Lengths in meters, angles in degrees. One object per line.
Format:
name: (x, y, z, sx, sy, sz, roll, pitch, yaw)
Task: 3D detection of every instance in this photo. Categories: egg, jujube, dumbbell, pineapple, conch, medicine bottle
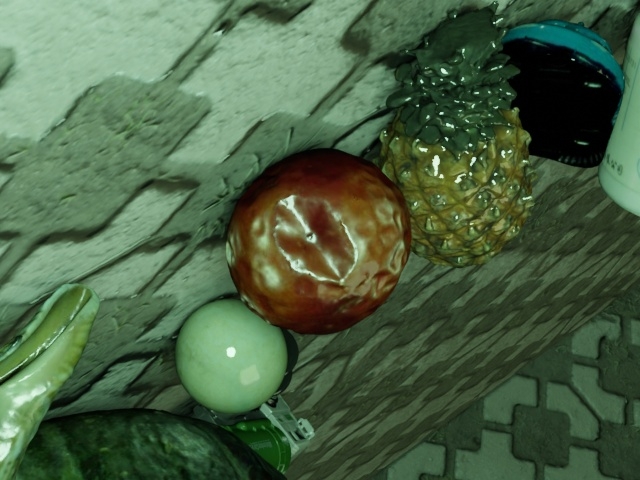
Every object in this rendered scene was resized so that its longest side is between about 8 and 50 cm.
egg: (-0.090, 0.118, 1.304, 0.114, 0.114, 0.152, -36, 162, -11)
jujube: (0.000, 0.000, 1.155, 0.168, 0.168, 0.236, -41, 180, 4)
dumbbell: (-0.063, 0.140, 1.499, 0.069, 0.069, 0.147, -32, 162, -23)
pineapple: (0.122, -0.099, 1.161, 0.158, 0.158, 0.279, -34, 150, -16)
conch: (-0.312, 0.194, 0.988, 0.203, 0.169, 0.386, 39, 63, -44)
medicine bottle: (0.407, -0.172, 1.384, 0.170, 0.170, 0.293, -24, 133, -42)

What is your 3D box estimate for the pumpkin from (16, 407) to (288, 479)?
pumpkin: (-0.222, 0.359, 1.256, 0.454, 0.344, 0.454, -18, 140, -16)

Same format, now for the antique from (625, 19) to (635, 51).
antique: (0.462, -0.265, 1.531, 0.183, 0.088, 0.086, -37, 164, -6)

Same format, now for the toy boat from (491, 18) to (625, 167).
toy boat: (0.246, -0.168, 1.321, 0.299, 0.134, 0.092, 67, 43, -73)

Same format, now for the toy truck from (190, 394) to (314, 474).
toy truck: (-0.099, 0.253, 1.624, 0.101, 0.125, 0.242, -44, 164, 13)
